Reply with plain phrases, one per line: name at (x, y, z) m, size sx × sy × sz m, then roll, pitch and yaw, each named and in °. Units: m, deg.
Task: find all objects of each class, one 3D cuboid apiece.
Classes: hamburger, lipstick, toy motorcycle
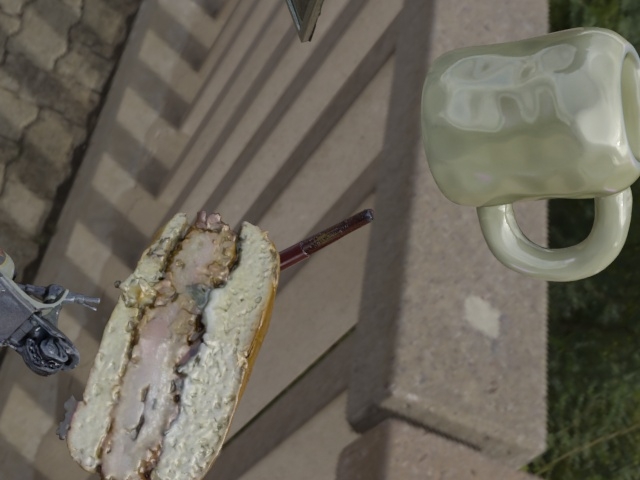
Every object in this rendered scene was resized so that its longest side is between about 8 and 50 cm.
hamburger at (-0.141, 0.111, 1.103) m, size 0.155 × 0.245 × 0.282 m, roll 18°, pitch 95°, yaw 3°
lipstick at (0.000, 0.000, 1.428) m, size 0.027 × 0.176 × 0.027 m, roll 36°, pitch 39°, yaw -36°
toy motorcycle at (-0.392, 0.057, 1.332) m, size 0.263 × 0.091 × 0.157 m, roll 43°, pitch 24°, yaw -11°

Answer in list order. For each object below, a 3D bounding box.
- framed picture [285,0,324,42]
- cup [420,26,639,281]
framed picture at (-0.036, -0.385, 1.359) m, size 0.019 × 0.281 × 0.209 m, roll -20°, pitch 84°, yaw -10°
cup at (0.229, -0.085, 1.124) m, size 0.173 × 0.202 × 0.255 m, roll 5°, pitch 82°, yaw -60°
